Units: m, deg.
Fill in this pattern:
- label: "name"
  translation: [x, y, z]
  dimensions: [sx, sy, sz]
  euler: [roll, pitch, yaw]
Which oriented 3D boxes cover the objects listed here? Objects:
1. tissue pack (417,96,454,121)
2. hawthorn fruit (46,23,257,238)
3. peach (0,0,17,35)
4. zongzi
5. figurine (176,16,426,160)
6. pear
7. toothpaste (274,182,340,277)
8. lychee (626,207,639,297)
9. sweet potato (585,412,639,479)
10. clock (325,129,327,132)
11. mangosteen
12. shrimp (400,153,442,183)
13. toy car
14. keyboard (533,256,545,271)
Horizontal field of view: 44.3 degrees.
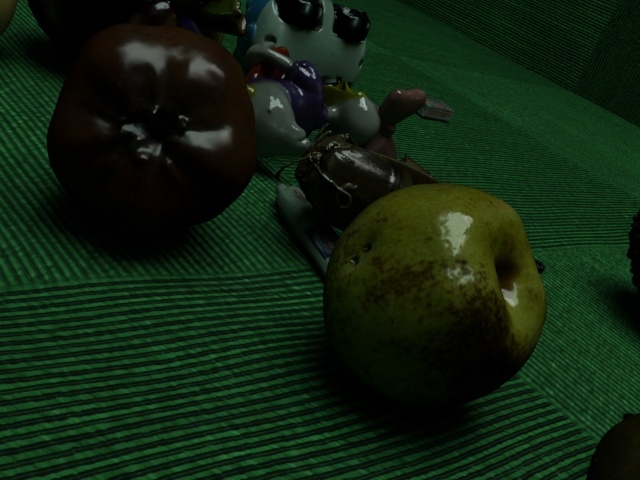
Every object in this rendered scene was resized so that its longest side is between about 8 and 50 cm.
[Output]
- label: "tissue pack"
  translation: [0.241, -0.289, 1.714]
  dimensions: [0.083, 0.035, 0.063]
  euler: [2, 31, -37]
- label: "hawthorn fruit"
  translation: [-0.168, -0.107, 0.800]
  dimensions: [0.208, 0.208, 0.248]
  euler: [16, 0, -13]
- label: "peach"
  translation: [-0.484, -0.334, 1.014]
  dimensions: [0.184, 0.184, 0.184]
  euler: [19, 24, -8]
- label: "zongzi"
  translation: [0.060, -0.061, 0.959]
  dimensions: [0.247, 0.111, 0.241]
  euler: [29, 10, -19]
- label: "figurine"
  translation: [-0.036, -0.188, 1.114]
  dimensions: [0.420, 0.154, 0.193]
  euler: [-6, 41, -45]
- label: "pear"
  translation: [0.090, 0.049, 0.688]
  dimensions: [0.197, 0.197, 0.197]
  euler: [19, 24, -8]
- label: "toothpaste"
  translation: [0.000, 0.000, 0.891]
  dimensions: [0.060, 0.038, 0.233]
  euler: [1, 34, -33]
- label: "lychee"
  translation: [0.540, 0.030, 1.045]
  dimensions: [0.267, 0.268, 0.267]
  euler: [19, 24, -8]
- label: "sweet potato"
  translation: [0.243, 0.206, 0.524]
  dimensions: [0.157, 0.158, 0.369]
  euler: [30, 20, 18]
- label: "clock"
  translation: [0.010, -0.214, 1.346]
  dimensions: [0.129, 0.041, 0.087]
  euler: [30, 28, 4]
- label: "mangosteen"
  translation: [-0.279, -0.368, 1.133]
  dimensions: [0.296, 0.297, 0.314]
  euler: [5, 56, -34]
- label: "shrimp"
  translation: [0.167, -0.107, 1.281]
  dimensions: [0.059, 0.023, 0.108]
  euler: [19, 21, -32]
- label: "toy car"
  translation: [-0.043, -0.353, 1.419]
  dimensions: [0.255, 0.189, 0.190]
  euler: [1, 23, -39]
- label: "keyboard"
  translation: [0.224, 0.026, 1.054]
  dimensions: [0.204, 0.013, 0.061]
  euler: [-1, 33, -42]
